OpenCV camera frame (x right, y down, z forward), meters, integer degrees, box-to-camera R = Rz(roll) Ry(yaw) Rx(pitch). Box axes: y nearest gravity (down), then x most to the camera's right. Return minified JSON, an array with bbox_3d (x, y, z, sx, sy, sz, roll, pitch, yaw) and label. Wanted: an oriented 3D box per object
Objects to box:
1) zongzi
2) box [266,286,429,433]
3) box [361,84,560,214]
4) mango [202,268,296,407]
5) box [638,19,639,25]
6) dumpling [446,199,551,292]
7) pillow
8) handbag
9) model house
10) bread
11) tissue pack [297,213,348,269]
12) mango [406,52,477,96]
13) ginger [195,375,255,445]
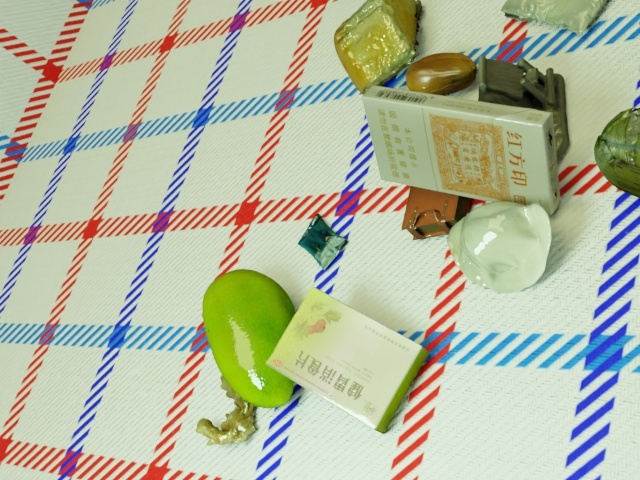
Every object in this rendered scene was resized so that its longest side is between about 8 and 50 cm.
[{"bbox_3d":[0.570,-0.050,1.484,0.323,0.160,0.360,-6,66,48],"label":"zongzi"},{"bbox_3d":[0.049,0.221,1.786,0.260,0.062,0.175,27,82,26],"label":"box"},{"bbox_3d":[0.257,-0.170,1.758,0.365,0.204,0.051,14,48,32],"label":"box"},{"bbox_3d":[-0.134,0.201,1.970,0.192,0.156,0.343,-20,53,-3],"label":"mango"},{"bbox_3d":[0.657,-0.343,1.656,0.139,0.073,0.194,-31,45,25],"label":"box"},{"bbox_3d":[0.322,0.012,1.711,0.216,0.126,0.166,-9,83,25],"label":"dumpling"},{"bbox_3d":[0.492,-0.500,1.949,0.230,0.050,0.148,32,91,47],"label":"pillow"},{"bbox_3d":[0.239,-0.096,1.900,0.127,0.063,0.190,-10,54,39],"label":"handbag"},{"bbox_3d":[0.366,-0.251,1.808,0.122,0.188,0.229,-31,42,47],"label":"model house"},{"bbox_3d":[0.123,-0.467,2.204,0.204,0.162,0.262,-40,26,32],"label":"bread"},{"bbox_3d":[0.000,0.000,2.091,0.085,0.028,0.138,-52,36,3],"label":"tissue pack"},{"bbox_3d":[0.264,-0.354,2.047,0.159,0.084,0.105,2,46,23],"label":"mango"},{"bbox_3d":[-0.178,0.345,1.999,0.193,0.052,0.176,-43,50,-6],"label":"ginger"}]
